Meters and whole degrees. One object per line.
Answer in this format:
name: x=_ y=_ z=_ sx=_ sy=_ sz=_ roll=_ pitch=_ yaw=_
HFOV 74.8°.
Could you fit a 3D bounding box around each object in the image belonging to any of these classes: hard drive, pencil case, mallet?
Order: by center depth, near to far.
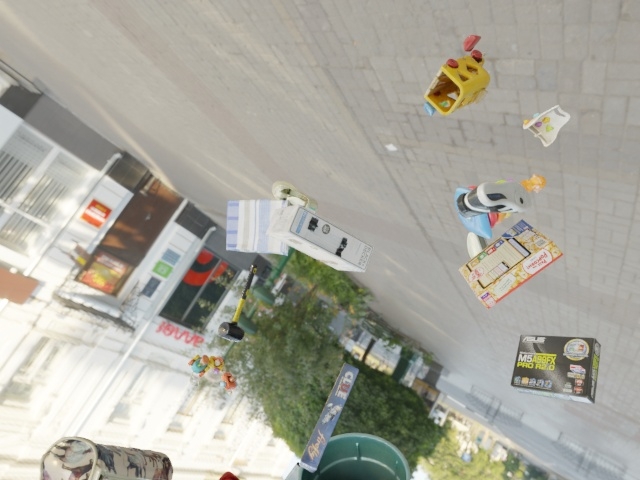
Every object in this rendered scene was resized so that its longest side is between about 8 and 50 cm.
mallet: x=-0.194 y=0.145 z=1.003 sx=0.039 sy=0.190 sz=0.062 roll=6 pitch=168 yaw=34
pencil case: x=-0.572 y=0.662 z=1.175 sx=0.183 sy=0.160 sz=0.410 roll=16 pitch=154 yaw=24
hard drive: x=-0.090 y=0.952 z=1.649 sx=0.094 sy=0.135 sz=0.022 roll=35 pitch=-167 yaw=6

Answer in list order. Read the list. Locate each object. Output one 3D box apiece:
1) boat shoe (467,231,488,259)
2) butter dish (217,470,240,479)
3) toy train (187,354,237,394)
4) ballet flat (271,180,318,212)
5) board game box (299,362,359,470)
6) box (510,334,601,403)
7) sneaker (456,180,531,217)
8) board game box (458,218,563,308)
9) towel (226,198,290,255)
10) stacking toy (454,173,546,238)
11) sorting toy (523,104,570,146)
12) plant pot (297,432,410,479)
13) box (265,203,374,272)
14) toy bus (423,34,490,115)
boat shoe: x=0.697 y=0.093 z=1.749 sx=0.109 sy=0.091 sz=0.305 roll=-125 pitch=14 yaw=-77
butter dish: x=-0.302 y=0.885 z=1.391 sx=0.160 sy=0.160 sz=0.118 roll=45 pitch=149 yaw=2
toy train: x=-0.316 y=0.393 z=1.256 sx=0.166 sy=0.046 sz=0.125 roll=29 pitch=-157 yaw=-45
ballet flat: x=-0.118 y=-0.171 z=1.621 sx=0.248 sy=0.086 sz=0.086 roll=26 pitch=168 yaw=32
board game box: x=0.021 y=0.444 z=1.045 sx=0.042 sy=0.243 sz=0.165 roll=24 pitch=151 yaw=11
box: x=0.849 y=0.457 z=1.522 sx=0.060 sy=0.217 sz=0.270 roll=38 pitch=152 yaw=-26
sneaker: x=0.438 y=-0.102 z=1.090 sx=0.216 sy=0.079 sz=0.121 roll=3 pitch=164 yaw=-34
board game box: x=0.425 y=0.050 z=0.961 sx=0.045 sy=0.193 sz=0.147 roll=44 pitch=-164 yaw=-15
towel: x=-0.244 y=-0.054 z=1.611 sx=0.284 sy=0.210 sz=0.034 roll=3 pitch=-178 yaw=24
stacking toy: x=0.630 y=-0.149 z=1.428 sx=0.166 sy=0.301 sz=0.175 roll=-125 pitch=10 yaw=-71
sorting toy: x=0.498 y=-0.260 z=0.917 sx=0.083 sy=0.045 sz=0.075 roll=25 pitch=139 yaw=-26
plant pot: x=0.117 y=0.857 z=1.300 sx=0.341 sy=0.340 sz=0.335 roll=16 pitch=116 yaw=56
box: x=0.000 y=0.000 z=1.275 sx=0.289 sy=0.087 sz=0.169 roll=28 pitch=166 yaw=-27
toy bus: x=0.352 y=-0.376 z=1.011 sx=0.104 sy=0.202 sz=0.191 roll=52 pitch=-165 yaw=15
